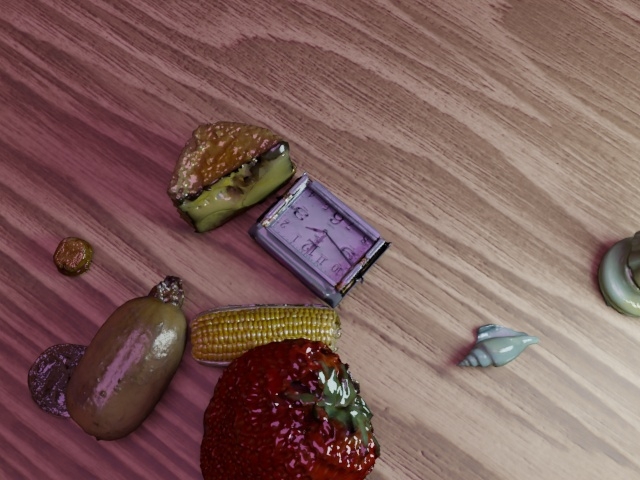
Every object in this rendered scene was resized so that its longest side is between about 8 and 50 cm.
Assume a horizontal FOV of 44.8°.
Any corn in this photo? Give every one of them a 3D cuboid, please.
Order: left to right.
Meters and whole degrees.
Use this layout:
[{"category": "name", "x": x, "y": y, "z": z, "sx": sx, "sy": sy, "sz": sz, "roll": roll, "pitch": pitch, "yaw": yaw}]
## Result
[{"category": "corn", "x": -0.106, "y": 0.187, "z": 1.536, "sx": 0.305, "sy": 0.122, "sz": 0.123, "roll": 0, "pitch": 30, "yaw": -4}]

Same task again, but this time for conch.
[{"category": "conch", "x": 0.351, "y": 0.218, "z": 1.565, "sx": 0.180, "sy": 0.088, "sz": 0.065, "roll": -18, "pitch": 118, "yaw": -13}]

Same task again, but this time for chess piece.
[{"category": "chess piece", "x": 0.667, "y": 0.041, "z": 1.497, "sx": 0.176, "sy": 0.298, "sz": 0.175, "roll": 0, "pitch": 71, "yaw": -1}]

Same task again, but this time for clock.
[{"category": "clock", "x": 0.000, "y": 0.000, "z": 1.603, "sx": 0.253, "sy": 0.083, "sz": 0.186, "roll": 41, "pitch": 77, "yaw": 10}]

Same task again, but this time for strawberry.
[{"category": "strawberry", "x": -0.077, "y": 0.352, "z": 1.419, "sx": 0.351, "sy": 0.267, "sz": 0.312, "roll": -38, "pitch": 65, "yaw": 22}]

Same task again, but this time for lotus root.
[{"category": "lotus root", "x": -0.354, "y": 0.219, "z": 1.486, "sx": 0.169, "sy": 0.151, "sz": 0.342, "roll": 32, "pitch": 76, "yaw": -10}]

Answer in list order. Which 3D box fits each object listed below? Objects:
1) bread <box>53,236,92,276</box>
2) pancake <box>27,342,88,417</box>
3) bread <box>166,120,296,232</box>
[{"category": "bread", "x": -0.511, "y": 0.031, "z": 1.601, "sx": 0.081, "sy": 0.046, "sz": 0.083, "roll": -18, "pitch": 77, "yaw": -1}, {"category": "pancake", "x": -0.500, "y": 0.277, "z": 1.538, "sx": 0.158, "sy": 0.028, "sz": 0.158, "roll": 1, "pitch": 71, "yaw": -3}, {"category": "bread", "x": -0.186, "y": -0.137, "z": 1.587, "sx": 0.262, "sy": 0.204, "sz": 0.162, "roll": -26, "pitch": 64, "yaw": -5}]
